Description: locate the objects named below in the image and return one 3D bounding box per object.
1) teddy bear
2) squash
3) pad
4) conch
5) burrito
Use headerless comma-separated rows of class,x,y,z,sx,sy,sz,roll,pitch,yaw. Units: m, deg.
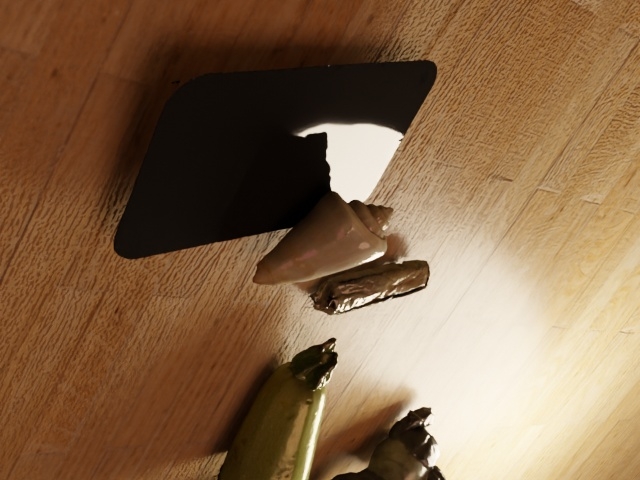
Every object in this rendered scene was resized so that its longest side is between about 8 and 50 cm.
teddy bear,0.124,0.411,1.627,0.251,0.171,0.144,-34,168,-18
squash,-0.057,0.248,1.365,0.137,0.137,0.288,-1,113,-41
pad,-0.067,-0.085,1.084,0.375,0.063,0.315,-11,141,-42
conch,0.007,0.007,1.149,0.176,0.104,0.094,-42,125,12
burrito,0.067,0.064,1.323,0.188,0.045,0.058,-12,109,-30
